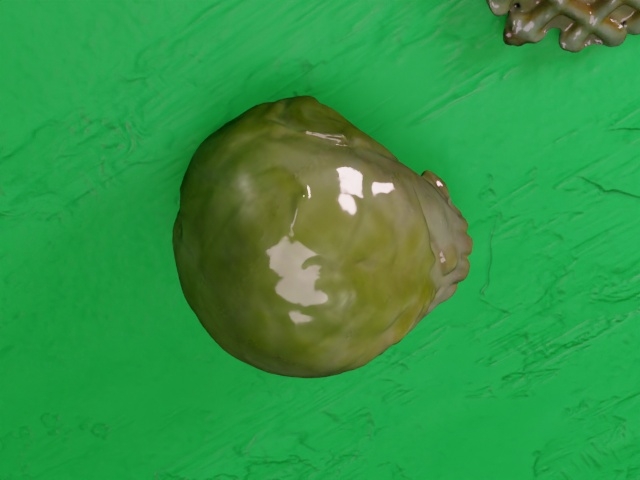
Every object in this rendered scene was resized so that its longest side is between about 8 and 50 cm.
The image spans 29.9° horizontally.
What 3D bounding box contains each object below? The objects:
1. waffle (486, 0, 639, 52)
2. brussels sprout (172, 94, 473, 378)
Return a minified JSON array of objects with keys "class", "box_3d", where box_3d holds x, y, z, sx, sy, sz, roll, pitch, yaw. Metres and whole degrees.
[{"class":"waffle","box_3d":[0.276,-0.322,1.137,0.292,0.056,0.309,-13,127,7]},{"class":"brussels sprout","box_3d":[-0.011,0.008,1.259,0.317,0.243,0.273,31,93,-25]}]
